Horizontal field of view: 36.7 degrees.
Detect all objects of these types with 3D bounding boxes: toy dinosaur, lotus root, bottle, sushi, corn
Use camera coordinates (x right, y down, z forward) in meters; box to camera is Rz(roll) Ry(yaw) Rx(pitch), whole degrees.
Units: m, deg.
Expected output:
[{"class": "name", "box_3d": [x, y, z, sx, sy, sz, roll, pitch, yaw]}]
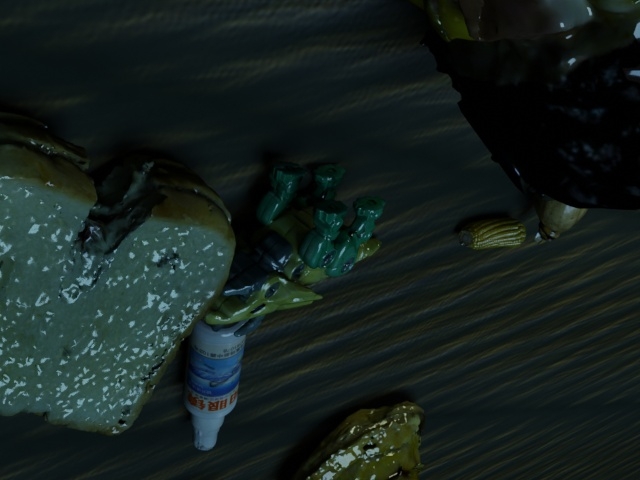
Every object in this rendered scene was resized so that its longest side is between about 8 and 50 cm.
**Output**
[{"class": "toy dinosaur", "box_3d": [0.000, 0.000, 0.895, 0.259, 0.094, 0.153, -19, 145, -50]}, {"class": "lotus root", "box_3d": [0.277, -0.056, 1.096, 0.072, 0.063, 0.152, -39, 151, -51]}, {"class": "bottle", "box_3d": [-0.111, 0.142, 0.983, 0.060, 0.060, 0.217, -17, 142, -27]}, {"class": "sushi", "box_3d": [0.207, -0.218, 0.671, 0.328, 0.329, 0.285, -36, 117, 11]}, {"class": "corn", "box_3d": [0.197, -0.008, 1.103, 0.092, 0.037, 0.037, -8, 136, -37]}]

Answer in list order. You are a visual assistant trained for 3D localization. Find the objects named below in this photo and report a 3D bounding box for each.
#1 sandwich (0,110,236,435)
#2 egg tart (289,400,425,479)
[{"class": "sandwich", "box_3d": [-0.211, 0.032, 0.733, 0.273, 0.095, 0.249, 15, 116, -49]}, {"class": "egg tart", "box_3d": [0.060, 0.317, 1.304, 0.241, 0.106, 0.241, -27, 149, -19]}]
